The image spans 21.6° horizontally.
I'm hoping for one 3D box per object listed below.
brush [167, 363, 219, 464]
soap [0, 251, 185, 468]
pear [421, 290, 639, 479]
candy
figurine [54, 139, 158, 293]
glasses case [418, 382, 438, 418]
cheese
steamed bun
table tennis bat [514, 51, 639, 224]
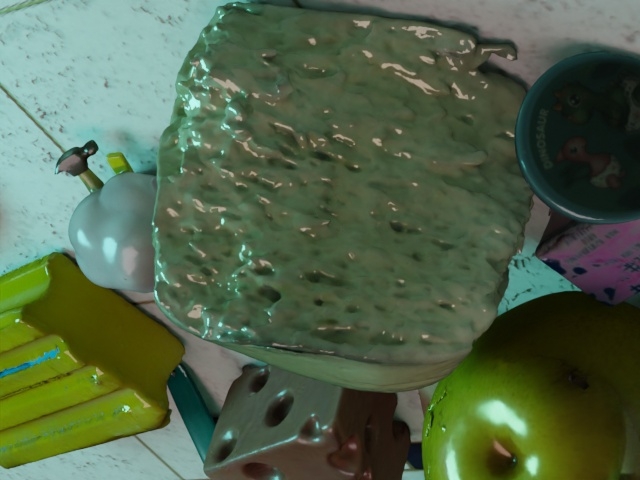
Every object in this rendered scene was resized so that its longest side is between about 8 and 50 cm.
[{"bbox_3d":[-0.127,0.191,1.820,0.043,0.032,0.193,4,132,30],"label":"brush"},{"bbox_3d":[-0.310,0.135,1.769,0.204,0.096,0.324,40,142,-27],"label":"soap"},{"bbox_3d":[0.237,0.178,1.396,0.285,0.336,0.285,13,112,34],"label":"pear"},{"bbox_3d":[0.244,-0.019,1.282,0.092,0.073,0.160,31,145,-14],"label":"candy"},{"bbox_3d":[-0.135,0.001,1.484,0.229,0.112,0.137,19,143,-16],"label":"figurine"},{"bbox_3d":[0.131,0.128,1.570,0.102,0.070,0.193,35,158,30],"label":"glasses case"},{"bbox_3d":[0.019,0.200,1.674,0.177,0.128,0.203,37,139,-27],"label":"cheese"},{"bbox_3d":[0.000,0.000,1.265,0.290,0.272,0.273,21,147,5],"label":"steamed bun"},{"bbox_3d":[0.239,-0.075,1.190,0.201,0.124,0.033,-4,175,4],"label":"table tennis bat"}]
